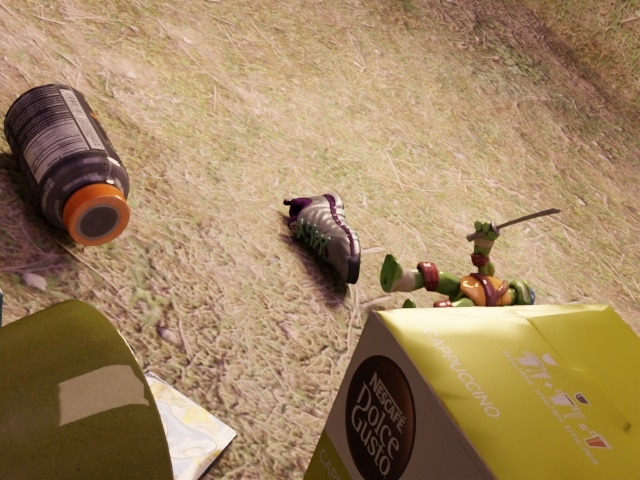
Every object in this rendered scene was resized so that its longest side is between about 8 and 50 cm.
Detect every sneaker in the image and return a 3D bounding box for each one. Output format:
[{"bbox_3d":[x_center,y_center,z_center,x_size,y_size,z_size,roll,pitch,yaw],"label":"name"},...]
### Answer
[{"bbox_3d":[0.000,0.000,2.069,0.098,0.083,0.224,-1,30,-13],"label":"sneaker"}]

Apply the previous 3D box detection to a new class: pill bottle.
[{"bbox_3d":[-0.345,-0.100,1.800,0.130,0.130,0.246,7,35,-39],"label":"pill bottle"}]

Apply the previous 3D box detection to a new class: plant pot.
[{"bbox_3d":[-0.325,0.218,1.162,0.293,0.275,0.275,-14,48,-34],"label":"plant pot"}]

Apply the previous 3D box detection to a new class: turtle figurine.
[{"bbox_3d":[0.249,0.059,2.023,0.266,0.198,0.274,-4,-2,-24],"label":"turtle figurine"}]

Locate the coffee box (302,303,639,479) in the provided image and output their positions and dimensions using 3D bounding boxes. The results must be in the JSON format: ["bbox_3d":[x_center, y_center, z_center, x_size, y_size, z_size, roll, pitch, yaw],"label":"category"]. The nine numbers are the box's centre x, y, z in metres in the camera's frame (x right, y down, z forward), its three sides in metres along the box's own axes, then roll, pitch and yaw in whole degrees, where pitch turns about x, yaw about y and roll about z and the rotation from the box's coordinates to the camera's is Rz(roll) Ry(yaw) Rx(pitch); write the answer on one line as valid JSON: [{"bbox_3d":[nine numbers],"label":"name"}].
[{"bbox_3d":[0.211,0.295,1.391,0.338,0.334,0.338,1,35,-30],"label":"coffee box"}]

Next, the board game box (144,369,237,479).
[{"bbox_3d":[-0.194,0.237,1.478,0.136,0.035,0.201,34,27,6],"label":"board game box"}]

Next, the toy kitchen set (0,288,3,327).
[{"bbox_3d":[-0.407,0.154,1.353,0.207,0.122,0.166,-21,54,-33],"label":"toy kitchen set"}]
